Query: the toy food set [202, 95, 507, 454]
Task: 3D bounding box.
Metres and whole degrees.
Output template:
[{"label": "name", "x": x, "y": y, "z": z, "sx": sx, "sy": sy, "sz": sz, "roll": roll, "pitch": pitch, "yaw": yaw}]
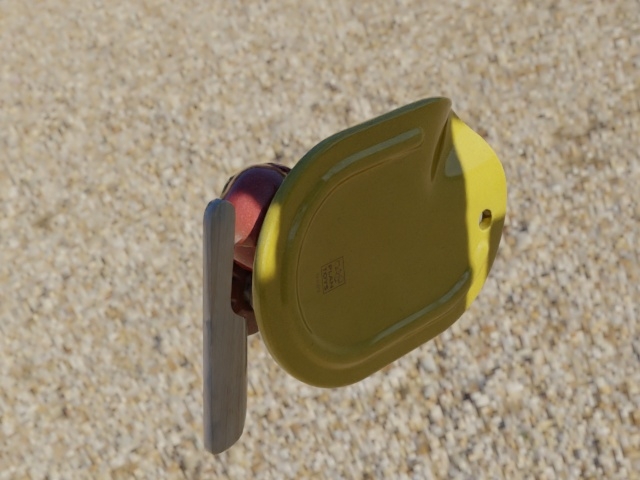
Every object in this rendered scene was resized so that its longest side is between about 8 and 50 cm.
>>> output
[{"label": "toy food set", "x": 0.000, "y": 0.000, "z": 0.642, "sx": 0.071, "sy": 0.128, "sz": 0.218, "roll": 16, "pitch": 30, "yaw": 42}]
